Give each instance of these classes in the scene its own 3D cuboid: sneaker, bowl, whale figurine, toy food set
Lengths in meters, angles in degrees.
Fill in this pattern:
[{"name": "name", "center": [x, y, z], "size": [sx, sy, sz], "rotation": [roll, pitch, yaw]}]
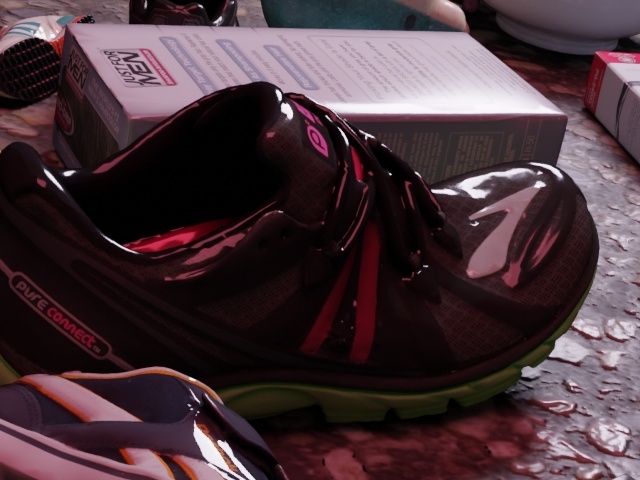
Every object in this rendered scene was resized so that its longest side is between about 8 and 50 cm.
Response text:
[{"name": "sneaker", "center": [-0.060, 0.147, 0.814], "size": [0.321, 0.126, 0.127], "rotation": [25, 35, 29]}, {"name": "bowl", "center": [0.279, -0.295, 1.801], "size": [0.298, 0.134, 0.298], "rotation": [8, 27, -4]}, {"name": "sneaker", "center": [0.000, 0.000, 1.038], "size": [0.483, 0.202, 0.185], "rotation": [-8, 33, -33]}, {"name": "sneaker", "center": [-0.119, -0.204, 1.473], "size": [0.098, 0.135, 0.276], "rotation": [9, 25, 0]}, {"name": "whale figurine", "center": [0.046, -0.225, 1.617], "size": [0.216, 0.141, 0.272], "rotation": [26, 6, 27]}, {"name": "sneaker", "center": [-0.267, -0.165, 1.442], "size": [0.075, 0.057, 0.161], "rotation": [4, 23, 25]}, {"name": "toy food set", "center": [0.144, -0.281, 1.848], "size": [0.122, 0.019, 0.078], "rotation": [-5, 31, -29]}]

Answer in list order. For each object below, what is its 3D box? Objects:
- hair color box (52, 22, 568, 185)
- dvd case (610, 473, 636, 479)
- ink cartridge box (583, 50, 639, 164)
[{"name": "hair color box", "center": [-0.011, -0.090, 1.313], "size": [0.374, 0.113, 0.185], "rotation": [-2, 29, -25]}, {"name": "dvd case", "center": [0.206, 0.217, 0.897], "size": [0.164, 0.018, 0.221], "rotation": [-16, 37, -42]}, {"name": "ink cartridge box", "center": [0.338, -0.126, 1.569], "size": [0.109, 0.063, 0.150], "rotation": [3, 28, -16]}]
